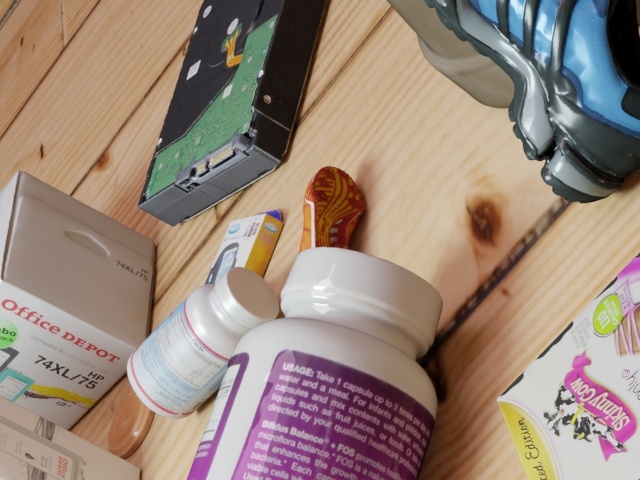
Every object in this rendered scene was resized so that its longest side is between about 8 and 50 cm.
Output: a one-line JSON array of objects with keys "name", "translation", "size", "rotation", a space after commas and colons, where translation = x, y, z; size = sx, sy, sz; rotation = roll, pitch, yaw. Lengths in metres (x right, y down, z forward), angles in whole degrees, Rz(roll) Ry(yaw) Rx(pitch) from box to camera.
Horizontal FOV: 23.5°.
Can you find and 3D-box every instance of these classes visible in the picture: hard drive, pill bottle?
[{"name": "hard drive", "translation": [-0.093, -0.200, 1.830], "size": [0.237, 0.064, 0.339], "rotation": [-28, 40, 48]}, {"name": "pill bottle", "translation": [-0.007, 0.165, 1.177], "size": [0.169, 0.169, 0.301], "rotation": [-13, 53, 57]}, {"name": "pill bottle", "translation": [-0.115, 0.100, 1.530], "size": [0.160, 0.087, 0.087], "rotation": [-45, 30, 28]}]

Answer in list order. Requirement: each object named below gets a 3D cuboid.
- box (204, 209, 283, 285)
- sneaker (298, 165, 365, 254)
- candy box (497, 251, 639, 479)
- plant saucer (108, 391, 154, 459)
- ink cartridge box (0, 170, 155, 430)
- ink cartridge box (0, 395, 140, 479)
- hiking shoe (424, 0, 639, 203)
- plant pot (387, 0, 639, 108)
[{"name": "box", "translation": [-0.086, 0.026, 1.624], "size": [0.081, 0.028, 0.136], "rotation": [-10, 56, 58]}, {"name": "sneaker", "translation": [0.000, 0.000, 1.459], "size": [0.067, 0.064, 0.175], "rotation": [-48, 24, 45]}, {"name": "candy box", "translation": [0.225, 0.083, 0.953], "size": [0.233, 0.071, 0.159], "rotation": [-50, 28, 21]}, {"name": "plant saucer", "translation": [-0.208, 0.199, 1.682], "size": [0.083, 0.013, 0.083], "rotation": [-42, 31, 32]}, {"name": "ink cartridge box", "translation": [-0.354, 0.099, 1.837], "size": [0.270, 0.198, 0.197], "rotation": [-44, 29, 31]}, {"name": "ink cartridge box", "translation": [-0.356, 0.268, 1.570], "size": [0.207, 0.283, 0.117], "rotation": [-45, 26, 29]}, {"name": "hiking shoe", "translation": [0.167, -0.182, 1.140], "size": [0.132, 0.304, 0.113], "rotation": [-34, 0, 30]}, {"name": "plant pot", "translation": [0.124, -0.317, 1.313], "size": [0.323, 0.280, 0.323], "rotation": [-43, 31, 34]}]
